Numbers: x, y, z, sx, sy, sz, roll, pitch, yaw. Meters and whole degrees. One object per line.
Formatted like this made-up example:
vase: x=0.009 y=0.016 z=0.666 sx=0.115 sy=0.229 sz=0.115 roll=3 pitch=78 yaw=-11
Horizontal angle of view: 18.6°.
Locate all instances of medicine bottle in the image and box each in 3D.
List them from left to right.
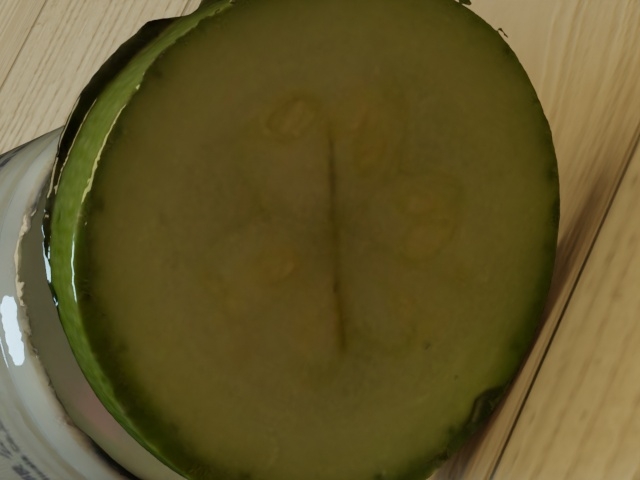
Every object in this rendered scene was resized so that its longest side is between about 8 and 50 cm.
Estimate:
medicine bottle: x=-0.149 y=0.057 z=0.970 sx=0.332 sy=0.190 sz=0.190 roll=-19 pitch=47 yaw=50

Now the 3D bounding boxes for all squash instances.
squash: x=0.002 y=0.000 z=0.767 sx=0.219 sy=0.219 sz=0.041 roll=-62 pitch=27 yaw=-6
